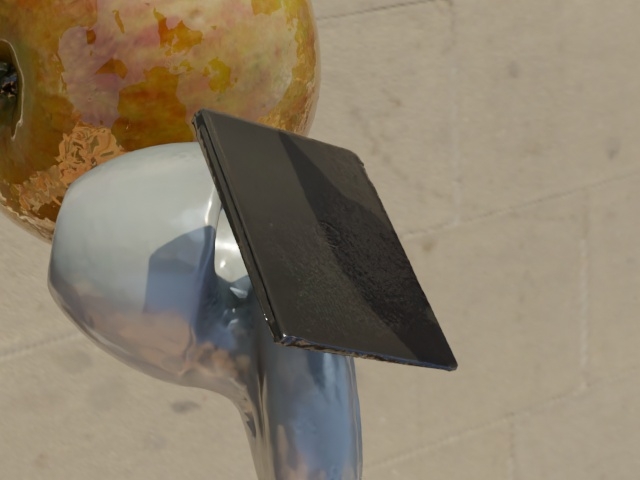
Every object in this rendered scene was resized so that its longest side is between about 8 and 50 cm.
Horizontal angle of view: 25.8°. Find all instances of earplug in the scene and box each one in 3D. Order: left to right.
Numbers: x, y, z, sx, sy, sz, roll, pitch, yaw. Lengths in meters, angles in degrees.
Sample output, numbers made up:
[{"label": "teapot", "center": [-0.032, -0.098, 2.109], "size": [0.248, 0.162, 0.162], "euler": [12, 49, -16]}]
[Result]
[{"label": "earplug", "center": [-0.068, 0.073, 1.028], "size": [0.175, 0.214, 0.325], "euler": [-34, 80, -13]}]

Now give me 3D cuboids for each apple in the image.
[{"label": "apple", "center": [-0.199, -0.170, 1.321], "size": [0.334, 0.400, 0.400], "euler": [-26, 115, -25]}]

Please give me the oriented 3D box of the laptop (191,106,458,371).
[{"label": "laptop", "center": [0.000, 0.000, 0.860], "size": [0.135, 0.197, 0.016], "euler": [13, 129, -34]}]
